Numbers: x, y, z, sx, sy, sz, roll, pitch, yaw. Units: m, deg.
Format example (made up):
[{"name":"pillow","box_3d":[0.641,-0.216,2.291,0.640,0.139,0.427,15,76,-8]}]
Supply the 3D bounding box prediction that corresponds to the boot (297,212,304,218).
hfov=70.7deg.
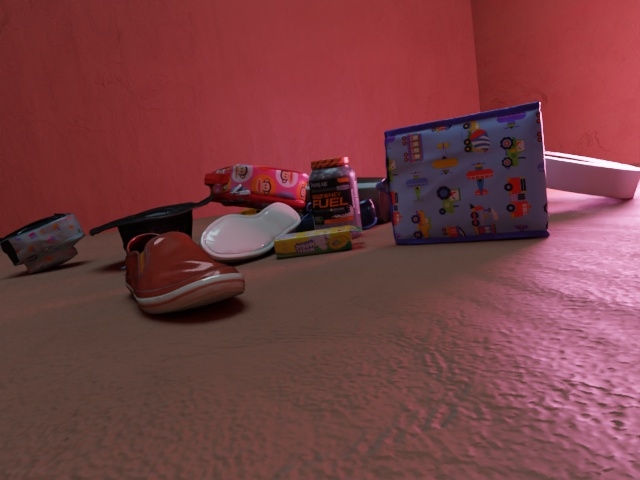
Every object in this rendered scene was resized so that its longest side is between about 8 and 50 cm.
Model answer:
[{"name":"boot","box_3d":[-0.165,-0.038,1.341,0.208,0.076,0.189,-20,11,-30]}]

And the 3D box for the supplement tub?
[{"name":"supplement tub","box_3d":[0.034,-0.100,1.083,0.117,0.190,0.117,-8,7,1]}]

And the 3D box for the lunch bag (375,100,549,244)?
[{"name":"lunch bag","box_3d":[0.245,-0.111,0.832,0.293,0.221,0.138,-5,8,18]}]

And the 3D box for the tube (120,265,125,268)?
[{"name":"tube","box_3d":[-0.335,0.044,0.957,0.207,0.052,0.080,-7,-3,39]}]

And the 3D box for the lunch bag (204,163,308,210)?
[{"name":"lunch bag","box_3d":[-0.198,-0.152,1.280,0.258,0.120,0.293,6,0,-28]}]

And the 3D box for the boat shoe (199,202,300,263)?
[{"name":"boat shoe","box_3d":[-0.159,0.000,1.021,0.099,0.116,0.319,-51,-10,31]}]

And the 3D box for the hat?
[{"name":"hat","box_3d":[-0.417,-0.018,1.189,0.331,0.134,0.331,-15,11,3]}]

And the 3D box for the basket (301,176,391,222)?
[{"name":"basket","box_3d":[0.092,-0.115,1.322,0.226,0.154,0.204,1,6,29]}]

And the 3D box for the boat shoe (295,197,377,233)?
[{"name":"boat shoe","box_3d":[0.021,-0.067,1.229,0.258,0.089,0.109,-8,8,4]}]

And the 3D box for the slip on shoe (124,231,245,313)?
[{"name":"slip on shoe","box_3d":[-0.216,0.039,0.659,0.123,0.101,0.331,-11,9,-34]}]

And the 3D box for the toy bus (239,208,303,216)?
[{"name":"toy bus","box_3d":[-0.126,-0.116,1.594,0.332,0.130,0.108,-6,8,17]}]

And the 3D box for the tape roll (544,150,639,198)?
[{"name":"tape roll","box_3d":[0.607,-0.189,1.180,0.392,0.072,0.392,7,16,-2]}]

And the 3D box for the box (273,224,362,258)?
[{"name":"box","box_3d":[0.000,0.000,0.944,0.179,0.043,0.105,-10,7,6]}]

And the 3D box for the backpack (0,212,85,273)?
[{"name":"backpack","box_3d":[-0.776,0.003,1.292,0.188,0.144,0.166,-34,12,-13]}]
